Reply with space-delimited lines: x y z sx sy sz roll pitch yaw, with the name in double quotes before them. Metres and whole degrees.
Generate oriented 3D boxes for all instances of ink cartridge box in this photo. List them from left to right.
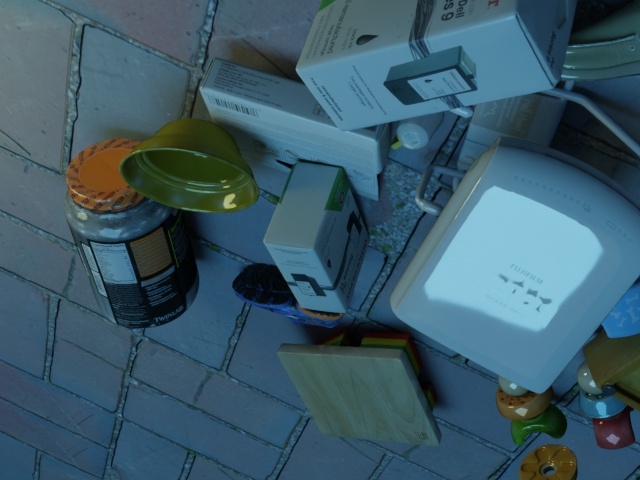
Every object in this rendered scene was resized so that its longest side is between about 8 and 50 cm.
"ink cartridge box" -0.029 -0.163 1.566 0.275 0.060 0.239 18 165 10
"ink cartridge box" 0.000 0.000 1.624 0.087 0.153 0.208 8 152 21
"ink cartridge box" 0.142 -0.265 1.228 0.289 0.211 0.121 -8 139 34

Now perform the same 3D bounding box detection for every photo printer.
"photo printer" 0.267 0.028 1.336 0.256 0.107 0.307 29 124 -1

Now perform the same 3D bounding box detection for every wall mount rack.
"wall mount rack" 0.298 -0.099 1.402 0.304 0.130 0.350 17 141 6

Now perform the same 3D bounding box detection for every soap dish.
"soap dish" 0.585 0.205 1.591 0.291 0.118 0.229 29 141 -6

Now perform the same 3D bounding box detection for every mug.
"mug" 0.137 -0.158 1.474 0.062 0.064 0.078 17 141 10

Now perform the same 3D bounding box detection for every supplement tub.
"supplement tub" -0.327 -0.011 1.787 0.194 0.193 0.316 12 138 17

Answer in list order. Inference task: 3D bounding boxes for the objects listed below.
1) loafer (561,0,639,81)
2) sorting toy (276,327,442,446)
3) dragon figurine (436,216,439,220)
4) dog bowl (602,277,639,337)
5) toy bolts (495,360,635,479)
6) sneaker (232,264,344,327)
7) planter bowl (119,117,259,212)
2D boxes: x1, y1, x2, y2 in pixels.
"loafer" 0.365 -0.243 1.227 0.269 0.102 0.092 -1 107 7
"sorting toy" 0.085 0.268 1.953 0.256 0.089 0.257 0 135 29
"dragon figurine" 0.212 0.052 1.630 0.085 0.144 0.289 30 169 23
"dog bowl" 0.350 0.066 1.500 0.297 0.166 0.074 -6 125 10
"toy bolts" 0.409 0.294 1.737 0.229 0.218 0.158 -17 122 19
"sneaker" -0.059 0.113 1.871 0.221 0.083 0.087 18 148 15
"planter bowl" -0.194 -0.127 1.589 0.217 0.090 0.217 7 158 3
